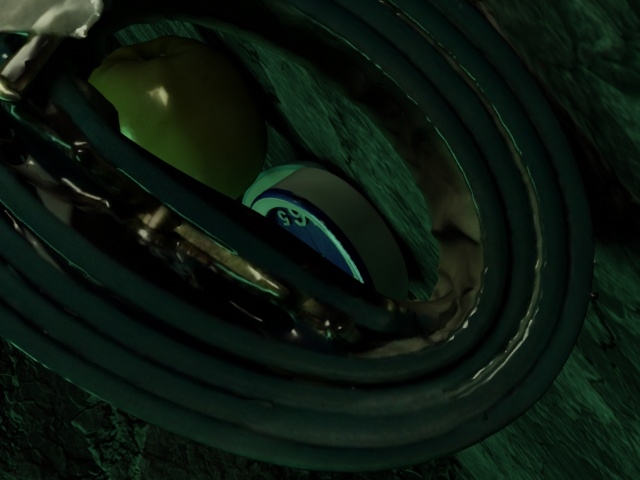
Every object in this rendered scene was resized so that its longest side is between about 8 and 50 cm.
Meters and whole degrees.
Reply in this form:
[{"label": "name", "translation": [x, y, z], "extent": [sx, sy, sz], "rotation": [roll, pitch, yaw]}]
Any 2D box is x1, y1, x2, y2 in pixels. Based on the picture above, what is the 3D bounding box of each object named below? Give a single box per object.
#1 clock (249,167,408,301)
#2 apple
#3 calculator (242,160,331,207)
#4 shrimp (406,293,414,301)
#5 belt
[{"label": "clock", "translation": [0.009, 0.018, 1.496], "extent": [0.230, 0.083, 0.230], "rotation": [35, 148, 26]}, {"label": "apple", "translation": [-0.203, -0.159, 1.619], "extent": [0.262, 0.262, 0.262], "rotation": [51, 175, 7]}, {"label": "calculator", "translation": [0.000, 0.000, 1.665], "extent": [0.256, 0.054, 0.386], "rotation": [58, 164, -6]}, {"label": "shrimp", "translation": [0.121, 0.114, 1.742], "extent": [0.152, 0.046, 0.219], "rotation": [52, 171, -21]}, {"label": "belt", "translation": [-0.055, -0.044, 0.687], "extent": [0.437, 0.300, 0.173], "rotation": [31, 172, -6]}]
